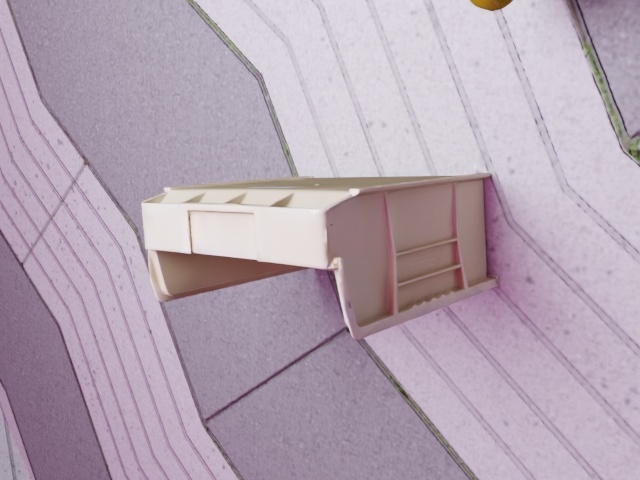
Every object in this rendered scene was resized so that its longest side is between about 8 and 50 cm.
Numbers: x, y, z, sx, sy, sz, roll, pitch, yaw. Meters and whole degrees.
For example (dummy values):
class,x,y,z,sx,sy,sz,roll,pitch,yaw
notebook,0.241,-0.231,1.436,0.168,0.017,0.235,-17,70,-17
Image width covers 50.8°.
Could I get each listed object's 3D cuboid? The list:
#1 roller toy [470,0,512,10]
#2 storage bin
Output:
class,x,y,z,sx,sy,sz,roll,pitch,yaw
roller toy,0.164,-0.300,0.500,0.146,0.191,0.209,21,152,35
storage bin,0.000,0.000,0.686,0.262,0.260,0.123,5,101,41
